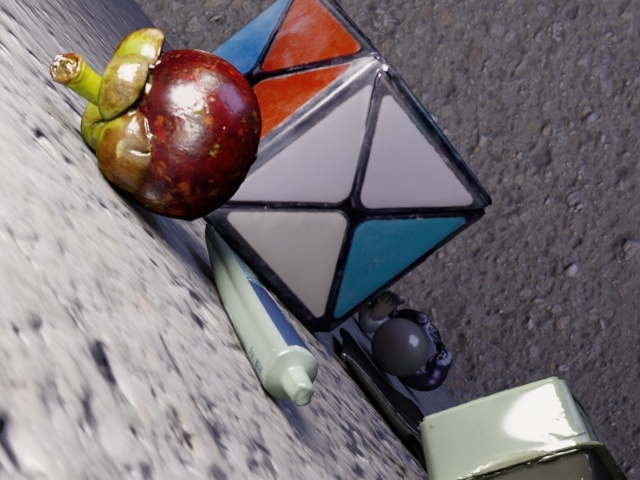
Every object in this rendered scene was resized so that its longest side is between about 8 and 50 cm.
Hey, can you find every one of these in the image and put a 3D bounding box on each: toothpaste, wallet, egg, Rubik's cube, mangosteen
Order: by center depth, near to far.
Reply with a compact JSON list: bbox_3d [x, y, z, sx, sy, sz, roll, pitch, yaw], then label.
[{"bbox_3d":[-0.144,-0.096,0.959,0.156,0.181,0.145,-100,-161,-49],"label":"mangosteen"},{"bbox_3d":[-0.057,0.069,0.981,0.069,0.047,0.268,35,8,-31],"label":"toothpaste"},{"bbox_3d":[-0.001,-0.111,1.465,0.310,0.305,0.307,50,4,-38],"label":"Rubik's cube"},{"bbox_3d":[0.130,0.265,1.592,0.323,0.041,0.247,50,1,-3],"label":"wallet"},{"bbox_3d":[0.143,0.194,2.008,0.103,0.103,0.135,51,5,-11],"label":"egg"}]

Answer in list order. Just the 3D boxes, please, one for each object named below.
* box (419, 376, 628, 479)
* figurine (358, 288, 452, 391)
[{"bbox_3d":[0.247,0.290,1.328,0.290,0.221,0.166,46,28,-58],"label":"box"},{"bbox_3d":[0.177,0.208,2.265,0.222,0.145,0.145,42,4,-7],"label":"figurine"}]
